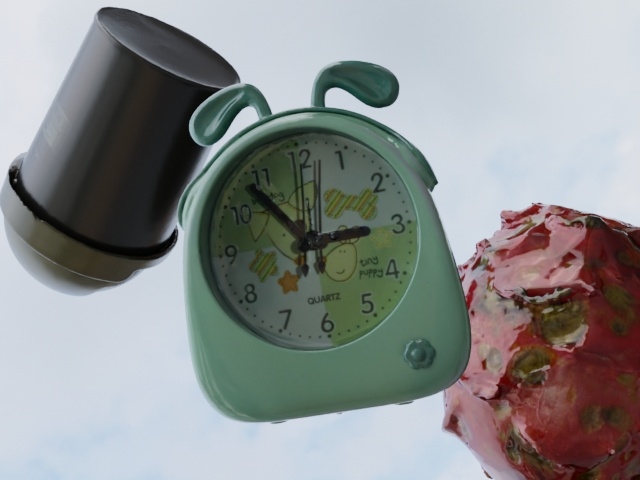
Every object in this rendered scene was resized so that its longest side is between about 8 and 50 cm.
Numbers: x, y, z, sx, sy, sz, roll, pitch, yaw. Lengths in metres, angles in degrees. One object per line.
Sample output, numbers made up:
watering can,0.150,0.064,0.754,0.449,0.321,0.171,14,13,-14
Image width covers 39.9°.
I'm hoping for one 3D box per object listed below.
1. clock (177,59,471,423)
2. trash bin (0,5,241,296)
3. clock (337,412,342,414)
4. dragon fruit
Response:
clock,0.000,0.000,0.481,0.148,0.060,0.188,-8,-94,11
trash bin,-0.243,-0.084,1.032,0.214,0.214,0.333,13,-63,-39
clock,0.032,0.041,1.019,0.061,0.312,0.312,16,-74,-13
dragon fruit,0.183,0.103,0.651,0.205,0.210,0.268,18,-116,-38
